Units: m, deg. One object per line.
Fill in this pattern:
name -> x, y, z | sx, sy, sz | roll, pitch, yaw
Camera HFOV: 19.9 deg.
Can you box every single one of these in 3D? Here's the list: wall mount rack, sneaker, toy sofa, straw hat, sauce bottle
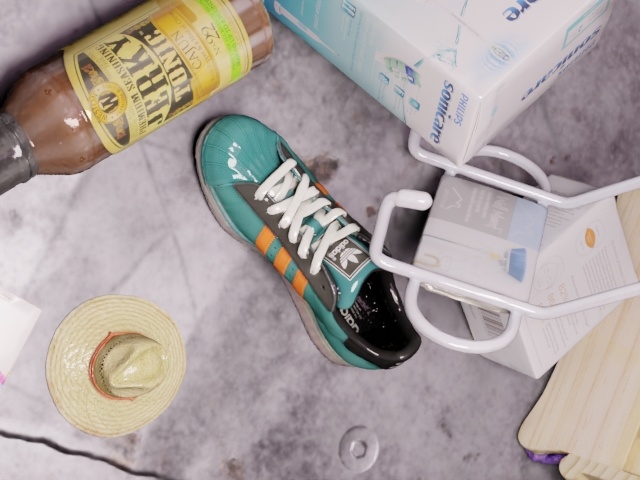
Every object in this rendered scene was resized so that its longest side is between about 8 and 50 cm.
wall mount rack -> 0.216, -0.024, 1.760 | 0.304, 0.130, 0.350 | 17, 37, 3
sneaker -> 0.000, 0.000, 1.762 | 0.108, 0.121, 0.302 | -45, 112, -23
toy sofa -> 0.375, 0.121, 1.992 | 0.150, 0.177, 0.362 | 41, 69, -51
straw hat -> -0.176, 0.116, 1.693 | 0.144, 0.061, 0.144 | -1, 92, -31
sauce bottle -> -0.199, -0.130, 1.649 | 0.344, 0.111, 0.111 | -36, 108, -25

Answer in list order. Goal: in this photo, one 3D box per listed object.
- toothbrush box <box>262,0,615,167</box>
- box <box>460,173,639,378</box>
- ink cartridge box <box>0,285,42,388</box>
toothbrush box -> 0.102, -0.248, 1.731 | 0.295, 0.126, 0.216 | 42, 65, 16
box -> 0.234, 0.036, 1.903 | 0.170, 0.091, 0.130 | -39, 125, -25
ink cartridge box -> -0.326, 0.100, 1.585 | 0.090, 0.092, 0.143 | 33, 76, -28
